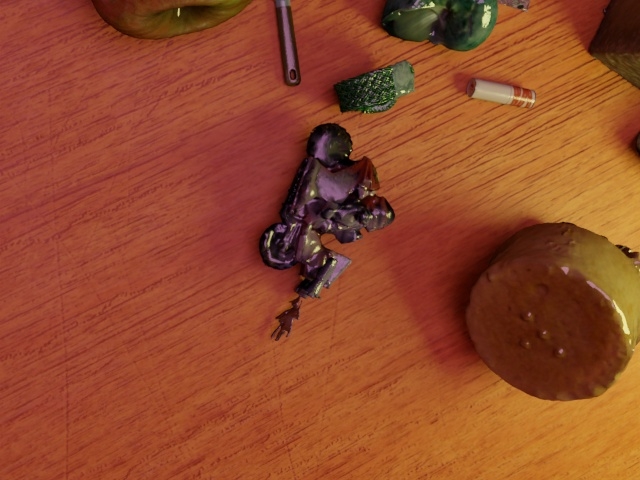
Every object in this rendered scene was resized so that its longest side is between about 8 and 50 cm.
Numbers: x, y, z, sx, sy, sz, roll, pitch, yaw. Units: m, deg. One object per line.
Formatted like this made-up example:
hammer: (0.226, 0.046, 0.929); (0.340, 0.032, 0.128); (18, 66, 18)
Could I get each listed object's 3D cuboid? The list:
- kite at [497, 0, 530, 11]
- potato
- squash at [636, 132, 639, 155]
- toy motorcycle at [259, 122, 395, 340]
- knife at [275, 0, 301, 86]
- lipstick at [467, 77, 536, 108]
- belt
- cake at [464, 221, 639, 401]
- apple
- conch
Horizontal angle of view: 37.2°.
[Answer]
kite: (0.363, -0.508, 1.838); (0.137, 0.005, 0.153); (-37, 103, -11)
potato: (0.670, -0.393, 1.815); (0.211, 0.264, 0.189); (31, 95, -12)
squash: (0.736, -0.185, 1.911); (0.170, 0.170, 0.123); (-48, 122, -7)
toy motorcycle: (0.000, 0.000, 1.714); (0.207, 0.134, 0.401); (27, 86, -11)
knife: (-0.081, -0.447, 1.698); (0.061, 0.027, 0.343); (-8, 98, -12)
lipstick: (0.350, -0.284, 1.838); (0.130, 0.038, 0.038); (8, 93, -18)
belt: (0.102, -0.269, 1.722); (0.151, 0.121, 0.079); (-22, 99, -18)
cake: (0.475, 0.098, 1.817); (0.321, 0.332, 0.332); (-42, 109, -48)
apple: (-0.238, -0.471, 1.527); (0.309, 0.277, 0.250); (-16, 87, -40)
conch: (0.232, -0.426, 1.742); (0.202, 0.196, 0.134); (30, 61, -35)
